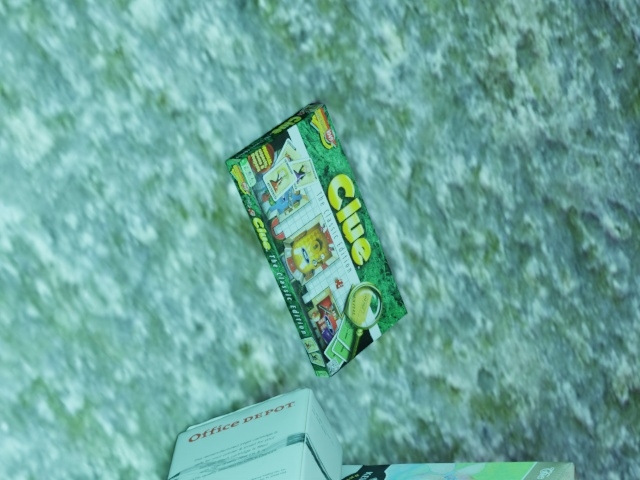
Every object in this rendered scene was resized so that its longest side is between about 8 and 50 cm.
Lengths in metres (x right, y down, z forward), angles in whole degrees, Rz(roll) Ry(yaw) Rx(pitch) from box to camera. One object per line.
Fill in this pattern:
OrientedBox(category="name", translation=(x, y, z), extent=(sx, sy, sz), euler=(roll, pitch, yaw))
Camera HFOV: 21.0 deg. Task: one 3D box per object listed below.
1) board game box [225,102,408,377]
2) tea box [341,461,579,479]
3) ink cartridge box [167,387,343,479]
OrientedBox(category="board game box", translation=(0.000, 0.000, 1.821), extent=(0.136, 0.030, 0.259), euler=(-39, 115, -37))
OrientedBox(category="tea box", translation=(0.111, 0.412, 1.701), extent=(0.220, 0.324, 0.329), euler=(-39, 116, -53))
OrientedBox(category="ink cartridge box", translation=(-0.065, 0.246, 1.620), extent=(0.208, 0.153, 0.087), euler=(-82, 148, -61))
